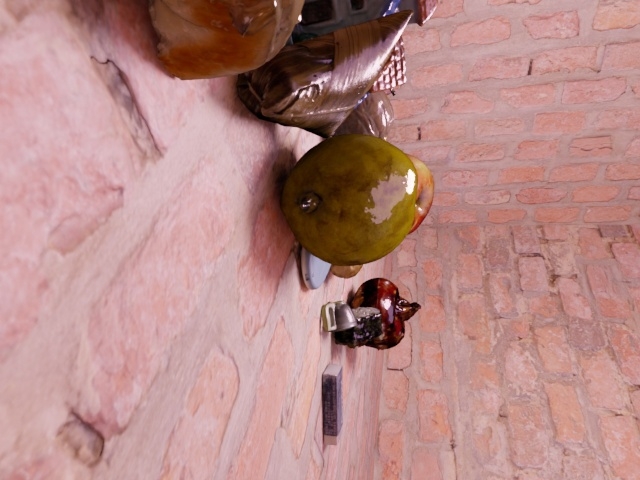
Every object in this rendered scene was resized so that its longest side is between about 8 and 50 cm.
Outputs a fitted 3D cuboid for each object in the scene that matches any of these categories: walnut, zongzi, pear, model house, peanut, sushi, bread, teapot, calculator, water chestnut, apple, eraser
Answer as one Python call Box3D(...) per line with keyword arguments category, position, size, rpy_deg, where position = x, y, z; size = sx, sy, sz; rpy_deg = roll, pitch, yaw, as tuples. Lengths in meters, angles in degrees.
Box3D(category="walnut", position=(0.109, -0.374, 1.269), size=(0.224, 0.223, 0.225), rpy_deg=(0, 90, -76))
Box3D(category="zongzi", position=(0.021, -0.310, 0.736), size=(0.134, 0.288, 0.286), rpy_deg=(54, 25, 6))
Box3D(category="pear", position=(0.052, -0.084, 0.916), size=(0.375, 0.286, 0.288), rpy_deg=(-16, 106, -60))
Box3D(category="model house", position=(0.092, -0.433, 0.937), size=(0.252, 0.328, 0.295), rpy_deg=(-68, 152, -65))
Box3D(category="peanut", position=(0.086, 0.042, 1.353), size=(0.236, 0.110, 0.120), rpy_deg=(-56, 135, -69))
Box3D(category="sushi", position=(0.115, 0.287, 1.447), size=(0.212, 0.147, 0.115), rpy_deg=(-2, 99, -59))
Box3D(category="bread", position=(-0.108, -0.279, 0.398), size=(0.314, 0.191, 0.172), rpy_deg=(26, 66, -74))
Box3D(category="teapot", position=(0.054, 0.221, 1.275), size=(0.124, 0.091, 0.091), rpy_deg=(49, 26, -78))
Box3D(category="calculator", position=(0.000, 0.000, 1.143), size=(0.303, 0.042, 0.189), rpy_deg=(-68, 153, -50))
Box3D(category="water chestnut", position=(0.247, 0.280, 1.667), size=(0.300, 0.299, 0.301), rpy_deg=(0, 90, -76))
Box3D(category="apple", position=(0.284, -0.178, 1.709), size=(0.348, 0.276, 0.349), rpy_deg=(-32, 135, -38))
Box3D(category="eraser", position=(0.039, 0.484, 1.287), size=(0.092, 0.046, 0.213), rpy_deg=(-17, 106, -76))

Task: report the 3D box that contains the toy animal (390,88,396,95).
Box3D(category="toy animal", position=(0.143, -0.557, 1.360), size=(0.260, 0.087, 0.244), rpy_deg=(58, -11, 26))

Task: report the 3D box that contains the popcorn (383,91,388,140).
Box3D(category="popcorn", position=(0.175, -0.419, 1.512), size=(0.226, 0.200, 0.203), rpy_deg=(-7, -76, 67))

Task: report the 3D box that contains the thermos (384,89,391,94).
Box3D(category="thermos", position=(0.218, -0.703, 1.717), size=(0.176, 0.145, 0.266), rpy_deg=(-71, 149, -78))
